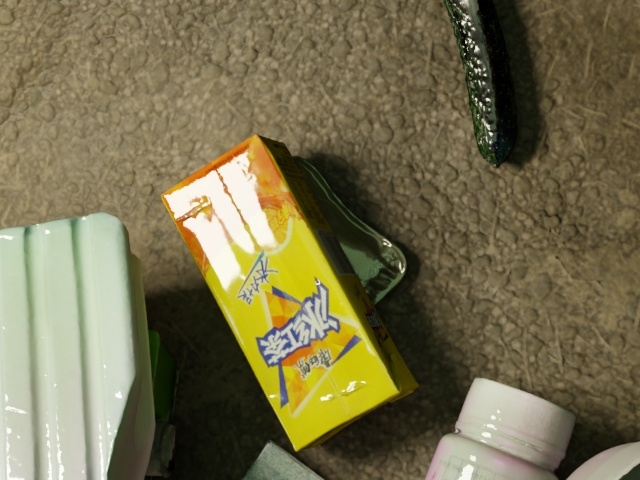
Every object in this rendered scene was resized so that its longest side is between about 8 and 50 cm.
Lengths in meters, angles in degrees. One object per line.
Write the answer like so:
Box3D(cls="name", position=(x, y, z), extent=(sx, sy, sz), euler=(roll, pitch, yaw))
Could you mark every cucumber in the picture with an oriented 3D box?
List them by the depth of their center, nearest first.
Box3D(cls="cucumber", position=(0.207, -0.208, 1.794), extent=(0.067, 0.067, 0.245), euler=(-14, 79, 5))

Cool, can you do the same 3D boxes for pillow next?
Box3D(cls="pillow", position=(0.000, 0.000, 1.790), extent=(0.130, 0.033, 0.217), euler=(-44, 77, 3))

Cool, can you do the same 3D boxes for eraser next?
Box3D(cls="eraser", position=(-0.085, 0.351, 1.725), extent=(0.092, 0.046, 0.212), euler=(35, 86, 13))

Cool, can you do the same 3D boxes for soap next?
Box3D(cls="soap", position=(-0.295, 0.150, 1.595), extent=(0.208, 0.115, 0.347), euler=(-10, 63, 2))

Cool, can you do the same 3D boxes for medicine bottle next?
Box3D(cls="medicine bottle", position=(0.190, 0.295, 1.646), extent=(0.152, 0.152, 0.254), euler=(21, 84, 11))

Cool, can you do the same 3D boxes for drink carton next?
Box3D(cls="drink carton", position=(-0.038, 0.062, 1.724), extent=(0.154, 0.111, 0.351), euler=(-31, 81, 14))

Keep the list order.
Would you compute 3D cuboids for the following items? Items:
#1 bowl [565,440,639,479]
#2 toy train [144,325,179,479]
Box3D(cls="bowl", position=(0.349, 0.348, 1.585), extent=(0.287, 0.144, 0.287), euler=(-3, 97, -28))
Box3D(cls="toy train", position=(-0.314, 0.193, 1.732), extent=(0.307, 0.173, 0.249), euler=(3, 70, 8))
